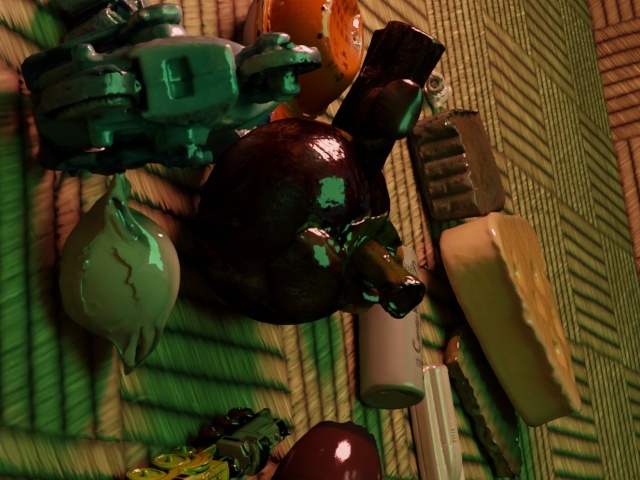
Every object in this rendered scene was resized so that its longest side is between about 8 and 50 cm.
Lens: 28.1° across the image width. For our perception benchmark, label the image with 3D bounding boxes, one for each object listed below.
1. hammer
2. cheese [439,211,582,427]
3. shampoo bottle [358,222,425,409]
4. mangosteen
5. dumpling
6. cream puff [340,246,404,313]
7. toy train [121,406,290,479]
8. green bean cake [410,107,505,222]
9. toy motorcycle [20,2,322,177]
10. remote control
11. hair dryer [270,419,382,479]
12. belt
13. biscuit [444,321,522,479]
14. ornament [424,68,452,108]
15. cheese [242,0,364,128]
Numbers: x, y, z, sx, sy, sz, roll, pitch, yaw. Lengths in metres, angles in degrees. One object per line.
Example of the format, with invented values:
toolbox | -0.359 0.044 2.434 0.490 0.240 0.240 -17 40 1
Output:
hammer | 0.071 -0.158 1.520 0.242 0.095 0.409 -63 -178 3
cheese | 0.326 0.131 2.098 0.384 0.104 0.384 56 22 -36
shampoo bottle | 0.093 0.093 1.722 0.085 0.085 0.262 41 41 -50
mangosteen | 0.000 0.000 1.356 0.231 0.289 0.231 -39 147 -32
dumpling | -0.186 0.026 1.166 0.127 0.108 0.188 -141 -136 -69
cream puff | 0.042 0.031 1.610 0.104 0.119 0.133 -133 -129 -66
toy train | -0.105 0.217 1.247 0.249 0.085 0.053 -22 114 -65
green bean cake | 0.223 -0.120 2.094 0.173 0.094 0.181 -14 89 -66
toy motorcycle | -0.139 -0.135 1.186 0.206 0.260 0.154 155 -76 -73
remote control | 0.172 0.291 1.820 0.090 0.049 0.230 8 71 -61
hair dryer | 0.016 0.400 1.417 0.340 0.123 0.313 65 36 -46
belt | -0.167 -0.179 1.340 0.302 0.072 0.087 42 39 -50
biscuit | 0.268 0.241 2.064 0.273 0.036 0.187 64 28 -23
ornament | 0.199 -0.262 2.189 0.092 0.041 0.068 -62 138 -68
cheese | -0.030 -0.214 1.587 0.217 0.129 0.329 46 49 -52
